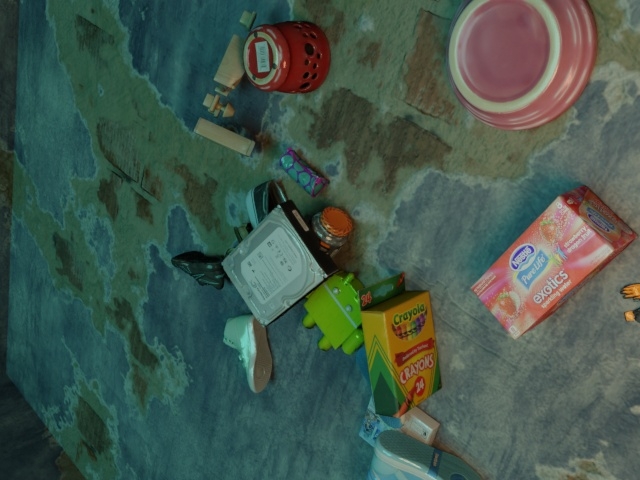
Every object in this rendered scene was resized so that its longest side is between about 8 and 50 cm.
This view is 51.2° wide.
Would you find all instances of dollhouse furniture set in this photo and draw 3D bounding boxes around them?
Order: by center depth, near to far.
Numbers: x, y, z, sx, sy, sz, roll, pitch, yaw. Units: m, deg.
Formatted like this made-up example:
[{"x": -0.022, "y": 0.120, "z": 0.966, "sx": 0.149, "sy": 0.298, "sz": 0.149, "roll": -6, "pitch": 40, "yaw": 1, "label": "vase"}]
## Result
[{"x": -0.215, "y": -0.438, "z": 1.941, "sx": 0.174, "sy": 0.303, "sz": 0.355, "roll": 24, "pitch": 92, "yaw": -9, "label": "dollhouse furniture set"}]

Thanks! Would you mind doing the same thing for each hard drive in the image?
[{"x": -0.124, "y": 0.073, "z": 1.856, "sx": 0.339, "sy": 0.064, "sz": 0.237, "roll": -40, "pitch": 80, "yaw": 43, "label": "hard drive"}]

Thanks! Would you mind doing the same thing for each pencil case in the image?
[{"x": -0.049, "y": -0.190, "z": 1.873, "sx": 0.152, "sy": 0.064, "sz": 0.070, "roll": 44, "pitch": 144, "yaw": 25, "label": "pencil case"}]

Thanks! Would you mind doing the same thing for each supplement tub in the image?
[{"x": 0.000, "y": 0.000, "z": 1.846, "sx": 0.117, "sy": 0.117, "sz": 0.190, "roll": 54, "pitch": 131, "yaw": 18, "label": "supplement tub"}]

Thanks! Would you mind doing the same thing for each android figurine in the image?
[{"x": 0.046, "y": 0.198, "z": 1.906, "sx": 0.248, "sy": 0.056, "sz": 0.273, "roll": 54, "pitch": 134, "yaw": 17, "label": "android figurine"}]

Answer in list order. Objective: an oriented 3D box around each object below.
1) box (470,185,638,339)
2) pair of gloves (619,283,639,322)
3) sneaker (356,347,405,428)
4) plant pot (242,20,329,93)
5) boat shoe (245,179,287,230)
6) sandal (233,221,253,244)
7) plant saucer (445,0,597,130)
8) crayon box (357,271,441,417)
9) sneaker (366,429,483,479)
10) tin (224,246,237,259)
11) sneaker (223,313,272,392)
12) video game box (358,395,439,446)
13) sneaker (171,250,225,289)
[{"x": 0.478, "y": 0.047, "z": 1.392, "sx": 0.154, "sy": 0.142, "sz": 0.300, "roll": 52, "pitch": 131, "yaw": 20, "label": "box"}, {"x": 0.647, "y": 0.128, "z": 1.349, "sx": 0.074, "sy": 0.010, "sz": 0.083, "roll": -10, "pitch": 96, "yaw": 44, "label": "pair of gloves"}, {"x": 0.181, "y": 0.386, "z": 1.786, "sx": 0.087, "sy": 0.092, "sz": 0.228, "roll": -41, "pitch": 63, "yaw": 46, "label": "sneaker"}, {"x": -0.100, "y": -0.482, "z": 1.763, "sx": 0.191, "sy": 0.174, "sz": 0.191, "roll": 15, "pitch": 112, "yaw": 42, "label": "plant pot"}, {"x": -0.125, "y": -0.018, "z": 1.954, "sx": 0.119, "sy": 0.121, "sz": 0.335, "roll": -31, "pitch": 78, "yaw": 48, "label": "boat shoe"}, {"x": -0.214, "y": -0.018, "z": 2.062, "sx": 0.240, "sy": 0.079, "sz": 0.088, "roll": 165, "pitch": 82, "yaw": -80, "label": "sandal"}, {"x": 0.393, "y": -0.393, "z": 1.385, "sx": 0.332, "sy": 0.084, "sz": 0.332, "roll": 14, "pitch": 111, "yaw": 41, "label": "plant saucer"}, {"x": 0.201, "y": 0.254, "z": 1.672, "sx": 0.081, "sy": 0.202, "sz": 0.318, "roll": -2, "pitch": 101, "yaw": 43, "label": "crayon box"}, {"x": 0.266, "y": 0.649, "z": 1.747, "sx": 0.319, "sy": 0.127, "sz": 0.208, "roll": 26, "pitch": 117, "yaw": 16, "label": "sneaker"}, {"x": -0.239, "y": 0.098, "z": 2.156, "sx": 0.189, "sy": 0.040, "sz": 0.106, "roll": 46, "pitch": 133, "yaw": 24, "label": "tin"}, {"x": -0.246, "y": 0.369, "z": 2.199, "sx": 0.151, "sy": 0.094, "sz": 0.256, "roll": -5, "pitch": 89, "yaw": 38, "label": "sneaker"}, {"x": 0.214, "y": 0.524, "z": 1.847, "sx": 0.205, "sy": 0.048, "sz": 0.187, "roll": 33, "pitch": 120, "yaw": 32, "label": "video game box"}, {"x": -0.421, "y": 0.103, "z": 2.285, "sx": 0.267, "sy": 0.101, "sz": 0.106, "roll": 10, "pitch": 117, "yaw": 45, "label": "sneaker"}]
